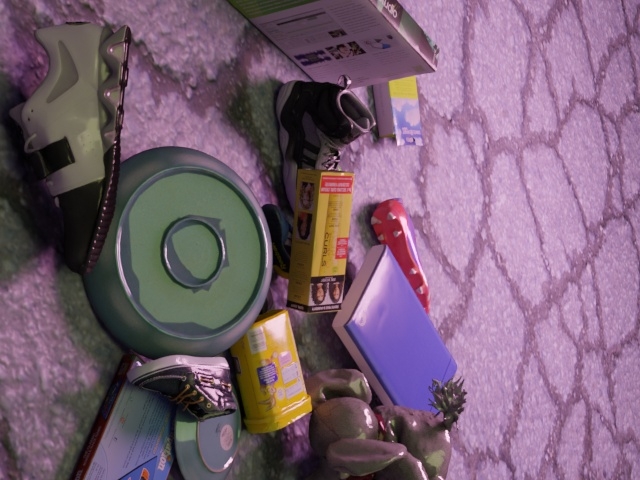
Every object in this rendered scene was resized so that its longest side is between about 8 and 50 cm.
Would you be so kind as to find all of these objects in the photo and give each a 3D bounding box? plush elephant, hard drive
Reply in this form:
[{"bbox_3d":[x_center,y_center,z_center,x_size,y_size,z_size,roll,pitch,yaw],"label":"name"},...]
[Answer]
[{"bbox_3d":[0.078,0.355,1.886,0.272,0.255,0.330,-111,-146,-63],"label":"plush elephant"},{"bbox_3d":[0.144,0.195,2.084,0.319,0.040,0.210,58,41,-29],"label":"hard drive"}]

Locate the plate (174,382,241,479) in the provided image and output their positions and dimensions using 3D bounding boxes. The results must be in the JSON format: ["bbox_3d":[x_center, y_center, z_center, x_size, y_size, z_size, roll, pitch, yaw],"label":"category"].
[{"bbox_3d":[-0.159,0.282,1.702,0.188,0.024,0.188,-3,90,-65],"label":"plate"}]

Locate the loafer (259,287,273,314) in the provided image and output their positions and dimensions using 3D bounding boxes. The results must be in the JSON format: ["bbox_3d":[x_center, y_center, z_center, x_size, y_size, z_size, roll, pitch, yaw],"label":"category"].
[{"bbox_3d":[-0.154,0.042,1.741,0.223,0.076,0.078,52,50,-29],"label":"loafer"}]

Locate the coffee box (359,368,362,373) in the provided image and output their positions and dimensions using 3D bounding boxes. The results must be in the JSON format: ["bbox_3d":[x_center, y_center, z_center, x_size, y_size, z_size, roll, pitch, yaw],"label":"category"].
[{"bbox_3d":[0.137,0.213,2.143,0.184,0.040,0.113,12,74,-54],"label":"coffee box"}]

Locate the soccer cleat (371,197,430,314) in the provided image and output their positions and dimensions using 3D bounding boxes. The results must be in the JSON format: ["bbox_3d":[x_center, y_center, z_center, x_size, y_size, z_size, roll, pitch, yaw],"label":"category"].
[{"bbox_3d":[0.165,0.038,2.185,0.095,0.083,0.248,-38,112,-55],"label":"soccer cleat"}]

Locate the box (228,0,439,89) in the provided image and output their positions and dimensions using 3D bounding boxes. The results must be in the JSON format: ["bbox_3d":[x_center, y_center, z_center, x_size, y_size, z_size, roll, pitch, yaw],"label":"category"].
[{"bbox_3d":[0.023,-0.368,1.919,0.322,0.232,0.058,36,56,-46],"label":"box"}]

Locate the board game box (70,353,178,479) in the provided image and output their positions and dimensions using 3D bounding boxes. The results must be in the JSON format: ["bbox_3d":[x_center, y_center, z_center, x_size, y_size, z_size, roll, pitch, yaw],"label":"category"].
[{"bbox_3d":[-0.269,0.314,1.567,0.145,0.027,0.281,49,47,-38],"label":"board game box"}]

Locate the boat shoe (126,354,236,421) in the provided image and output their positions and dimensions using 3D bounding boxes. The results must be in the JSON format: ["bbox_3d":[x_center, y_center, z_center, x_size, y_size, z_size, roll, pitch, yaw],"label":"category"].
[{"bbox_3d":[-0.187,0.210,1.598,0.183,0.065,0.083,5,60,-51],"label":"boat shoe"}]

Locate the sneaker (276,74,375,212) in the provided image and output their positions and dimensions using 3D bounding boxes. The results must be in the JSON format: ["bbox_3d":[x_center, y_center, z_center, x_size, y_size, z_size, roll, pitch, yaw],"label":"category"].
[{"bbox_3d":[0.016,-0.149,1.940,0.101,0.153,0.268,-14,96,-54],"label":"sneaker"}]

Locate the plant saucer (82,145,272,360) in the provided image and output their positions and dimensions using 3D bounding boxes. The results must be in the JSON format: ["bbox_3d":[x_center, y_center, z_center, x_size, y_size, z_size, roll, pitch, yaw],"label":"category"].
[{"bbox_3d":[-0.191,0.019,1.637,0.317,0.043,0.318,5,82,-36],"label":"plant saucer"}]

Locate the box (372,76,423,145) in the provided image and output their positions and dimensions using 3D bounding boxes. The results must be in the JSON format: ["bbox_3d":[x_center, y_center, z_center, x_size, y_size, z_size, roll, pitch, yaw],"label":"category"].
[{"bbox_3d":[0.152,-0.273,2.246,0.109,0.042,0.178,-7,90,-54],"label":"box"}]

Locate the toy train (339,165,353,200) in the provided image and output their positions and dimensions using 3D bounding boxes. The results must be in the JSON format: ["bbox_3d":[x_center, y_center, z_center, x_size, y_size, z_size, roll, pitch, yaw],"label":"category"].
[{"bbox_3d":[0.039,-0.105,2.083,0.083,0.017,0.024,65,28,-23],"label":"toy train"}]

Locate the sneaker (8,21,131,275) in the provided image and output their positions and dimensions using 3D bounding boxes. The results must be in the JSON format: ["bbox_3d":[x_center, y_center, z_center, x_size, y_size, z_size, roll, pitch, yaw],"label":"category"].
[{"bbox_3d":[-0.334,-0.122,1.490,0.122,0.146,0.330,167,-73,-83],"label":"sneaker"}]

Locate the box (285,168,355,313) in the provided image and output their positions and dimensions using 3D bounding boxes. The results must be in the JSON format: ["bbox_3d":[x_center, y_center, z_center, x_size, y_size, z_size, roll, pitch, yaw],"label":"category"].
[{"bbox_3d":[0.000,0.000,1.872,0.087,0.058,0.232,0,98,-45],"label":"box"}]

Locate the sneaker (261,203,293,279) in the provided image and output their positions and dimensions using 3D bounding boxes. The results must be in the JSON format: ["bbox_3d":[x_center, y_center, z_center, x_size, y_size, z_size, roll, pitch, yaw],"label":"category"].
[{"bbox_3d":[-0.063,-0.006,1.892,0.059,0.053,0.144,-50,133,-41],"label":"sneaker"}]

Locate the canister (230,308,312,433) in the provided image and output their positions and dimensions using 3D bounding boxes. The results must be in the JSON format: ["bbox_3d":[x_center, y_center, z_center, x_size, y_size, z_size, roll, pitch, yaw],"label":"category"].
[{"bbox_3d":[-0.083,0.205,1.810,0.126,0.073,0.170,-20,99,-55],"label":"canister"}]
